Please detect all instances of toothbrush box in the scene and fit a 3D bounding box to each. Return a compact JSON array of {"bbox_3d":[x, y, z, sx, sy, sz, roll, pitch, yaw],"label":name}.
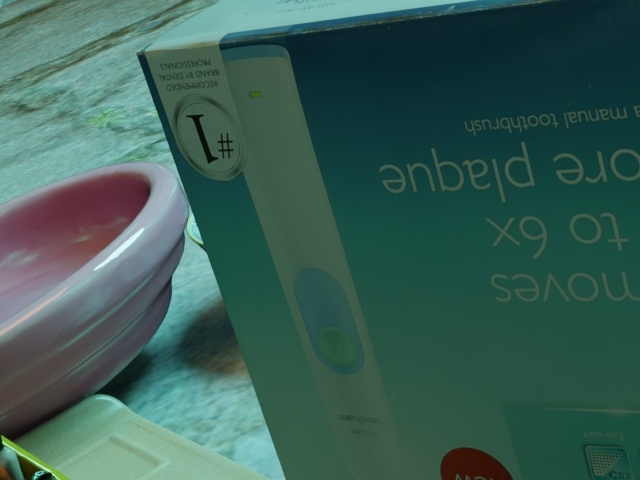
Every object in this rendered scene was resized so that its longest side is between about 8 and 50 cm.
[{"bbox_3d":[0.088,0.032,0.542,0.216,0.295,0.126,0,28,35],"label":"toothbrush box"}]

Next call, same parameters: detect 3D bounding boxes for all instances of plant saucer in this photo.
[{"bbox_3d":[-0.230,0.062,0.949,0.332,0.084,0.332,-24,18,9],"label":"plant saucer"}]

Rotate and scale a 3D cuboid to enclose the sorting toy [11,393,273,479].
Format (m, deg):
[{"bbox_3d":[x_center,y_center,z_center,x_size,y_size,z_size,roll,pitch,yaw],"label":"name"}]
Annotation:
[{"bbox_3d":[-0.134,0.166,0.745,0.193,0.038,0.208,-30,29,-29],"label":"sorting toy"}]

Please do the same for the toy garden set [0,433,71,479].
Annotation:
[{"bbox_3d":[-0.094,0.153,0.545,0.244,0.049,0.204,24,18,9],"label":"toy garden set"}]

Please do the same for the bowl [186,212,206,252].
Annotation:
[{"bbox_3d":[0.000,0.000,0.978,0.170,0.080,0.170,-15,22,6],"label":"bowl"}]
